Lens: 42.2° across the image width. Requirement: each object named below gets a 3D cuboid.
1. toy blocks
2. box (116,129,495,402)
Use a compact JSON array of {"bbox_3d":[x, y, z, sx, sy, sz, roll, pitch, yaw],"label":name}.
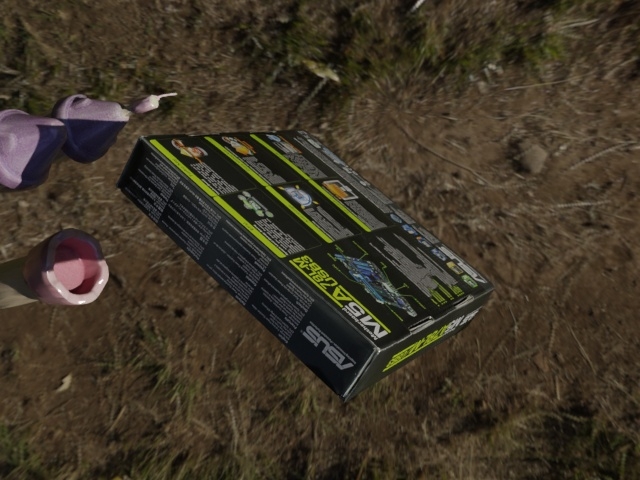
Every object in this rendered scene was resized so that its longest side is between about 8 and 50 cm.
[{"bbox_3d":[-0.284,-0.053,0.574,0.260,0.288,0.309,-14,104,31],"label":"toy blocks"},{"bbox_3d":[0.000,0.000,0.525,0.190,0.184,0.045,41,118,18],"label":"box"}]
